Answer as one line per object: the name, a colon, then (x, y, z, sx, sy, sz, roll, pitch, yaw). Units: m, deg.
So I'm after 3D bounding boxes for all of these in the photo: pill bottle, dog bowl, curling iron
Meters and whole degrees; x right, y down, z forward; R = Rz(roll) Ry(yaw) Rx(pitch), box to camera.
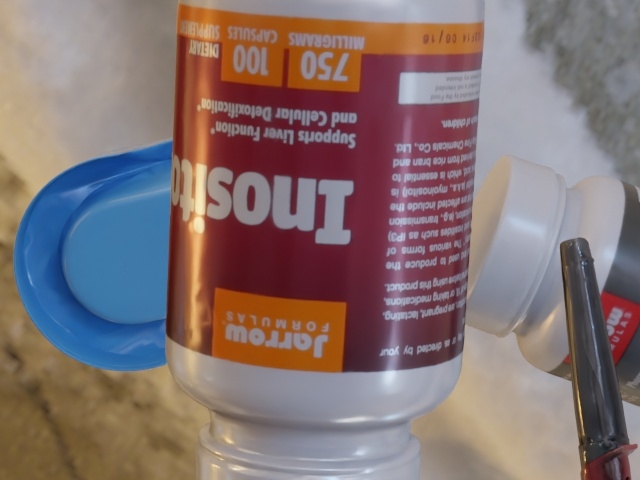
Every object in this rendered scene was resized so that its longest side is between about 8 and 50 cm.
pill bottle: (0.000, 0.000, 0.559, 0.086, 0.086, 0.152, 7, 100, 29)
dog bowl: (-0.078, -0.007, 1.483, 0.297, 0.074, 0.166, -13, 107, 0)
pill bottle: (0.250, 0.046, 1.549, 0.283, 0.161, 0.161, 20, 142, -7)
curling iron: (0.166, 0.131, 1.151, 0.035, 0.274, 0.068, -6, 165, 10)
